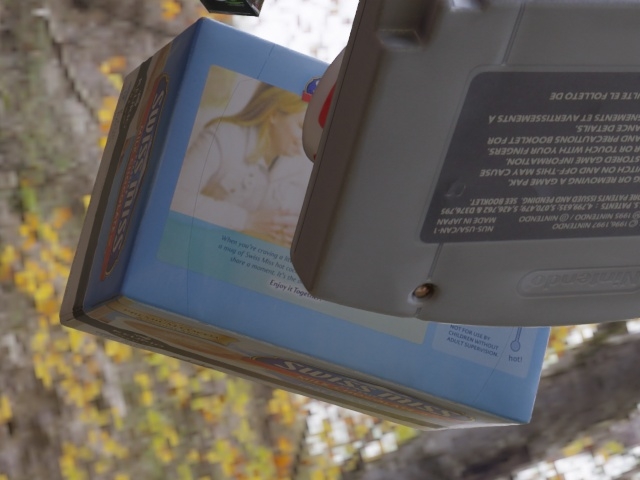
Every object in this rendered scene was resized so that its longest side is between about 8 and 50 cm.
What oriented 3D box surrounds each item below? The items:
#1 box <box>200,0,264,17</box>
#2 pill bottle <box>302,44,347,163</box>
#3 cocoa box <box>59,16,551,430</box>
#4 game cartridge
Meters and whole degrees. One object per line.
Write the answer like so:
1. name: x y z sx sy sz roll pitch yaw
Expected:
1. box: -0.080 -0.237 1.520 0.052 0.083 0.062 8 -110 25
2. pill bottle: 0.087 -0.054 1.171 0.180 0.108 0.108 34 -60 22
3. cocoa box: 0.000 0.000 1.447 0.228 0.347 0.231 162 -55 -69
4. game cartridge: 0.137 -0.044 0.847 0.060 0.294 0.196 -118 -146 -47
